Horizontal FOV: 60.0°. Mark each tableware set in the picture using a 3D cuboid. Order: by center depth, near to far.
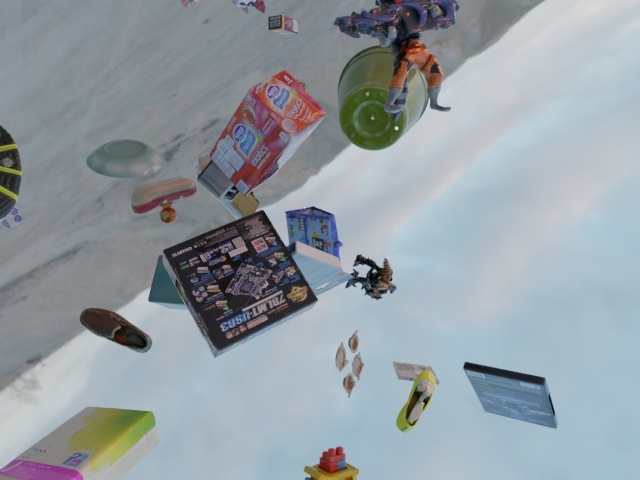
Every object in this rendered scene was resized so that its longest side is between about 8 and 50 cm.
[{"bbox_3d":[0.085,0.338,1.538,0.020,0.168,0.141,1,-150,28],"label":"tableware set"}]

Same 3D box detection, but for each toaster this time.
[{"bbox_3d":[-0.294,-0.223,1.790,0.168,0.110,0.186,-49,172,6],"label":"toaster"}]

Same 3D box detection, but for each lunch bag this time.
[{"bbox_3d":[0.000,0.000,2.105,0.138,0.220,0.293,-13,-165,-30],"label":"lunch bag"}]

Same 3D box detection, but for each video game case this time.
[{"bbox_3d":[0.497,0.404,1.437,0.196,0.274,0.026,5,-124,34],"label":"video game case"},{"bbox_3d":[0.333,0.464,1.946,0.157,0.143,0.019,-85,-177,-84],"label":"video game case"}]

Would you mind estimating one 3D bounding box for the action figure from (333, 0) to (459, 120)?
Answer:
[{"bbox_3d":[0.172,-0.472,1.357,0.342,0.329,0.178,-9,-179,-22],"label":"action figure"}]

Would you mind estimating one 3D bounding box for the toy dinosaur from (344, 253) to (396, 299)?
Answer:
[{"bbox_3d":[0.242,0.155,2.429,0.164,0.219,0.321,-66,177,-51],"label":"toy dinosaur"}]

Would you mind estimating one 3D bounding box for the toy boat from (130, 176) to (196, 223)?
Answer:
[{"bbox_3d":[-0.549,-0.132,1.959,0.231,0.151,0.151,-20,-159,-35],"label":"toy boat"}]

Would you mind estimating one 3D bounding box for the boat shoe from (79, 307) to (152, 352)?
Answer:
[{"bbox_3d":[-0.682,0.294,1.850,0.095,0.258,0.095,-67,-172,-13],"label":"boat shoe"}]

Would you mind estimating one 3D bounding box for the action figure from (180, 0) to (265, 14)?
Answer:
[{"bbox_3d":[-0.195,-0.657,1.173,0.248,0.370,0.275,-10,-126,0],"label":"action figure"}]

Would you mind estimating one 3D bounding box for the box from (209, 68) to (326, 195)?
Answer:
[{"bbox_3d":[-0.119,-0.222,1.179,0.123,0.128,0.257,-43,-178,-37],"label":"box"}]

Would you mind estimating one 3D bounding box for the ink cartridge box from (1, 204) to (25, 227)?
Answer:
[{"bbox_3d":[-0.890,-0.138,1.519,0.046,0.207,0.097,-33,-156,-32],"label":"ink cartridge box"}]

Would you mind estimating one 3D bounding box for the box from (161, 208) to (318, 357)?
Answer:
[{"bbox_3d":[-0.203,0.100,1.405,0.296,0.293,0.073,-25,164,-27],"label":"box"}]

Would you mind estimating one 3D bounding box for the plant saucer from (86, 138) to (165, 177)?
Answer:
[{"bbox_3d":[-0.503,-0.222,1.433,0.195,0.195,0.037,-64,165,-54],"label":"plant saucer"}]

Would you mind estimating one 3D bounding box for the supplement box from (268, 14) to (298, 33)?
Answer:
[{"bbox_3d":[-0.113,-0.658,1.692,0.055,0.043,0.083,6,-170,32],"label":"supplement box"}]

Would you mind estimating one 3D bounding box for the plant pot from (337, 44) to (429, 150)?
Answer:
[{"bbox_3d":[0.215,-0.503,2.063,0.367,0.366,0.353,-32,-161,28],"label":"plant pot"}]

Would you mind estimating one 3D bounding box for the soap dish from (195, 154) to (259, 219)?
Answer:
[{"bbox_3d":[-0.379,-0.223,2.269,0.118,0.291,0.229,-40,-157,1],"label":"soap dish"}]

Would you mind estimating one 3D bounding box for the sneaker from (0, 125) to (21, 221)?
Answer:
[{"bbox_3d":[-0.760,-0.210,1.207,0.145,0.384,0.147,-16,170,-36],"label":"sneaker"}]

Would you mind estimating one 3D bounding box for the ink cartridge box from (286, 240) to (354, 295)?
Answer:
[{"bbox_3d":[-0.056,0.093,1.614,0.223,0.224,0.045,-30,-132,39],"label":"ink cartridge box"}]

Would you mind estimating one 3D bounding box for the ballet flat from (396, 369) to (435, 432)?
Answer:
[{"bbox_3d":[0.315,0.505,1.752,0.231,0.077,0.077,-52,175,-31],"label":"ballet flat"}]

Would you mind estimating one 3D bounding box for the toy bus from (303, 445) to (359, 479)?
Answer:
[{"bbox_3d":[0.012,0.741,1.689,0.220,0.211,0.150,-1,-178,-35],"label":"toy bus"}]

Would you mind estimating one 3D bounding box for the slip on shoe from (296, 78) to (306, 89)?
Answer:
[{"bbox_3d":[-0.099,-0.348,1.340,0.135,0.051,0.041,-39,-122,4],"label":"slip on shoe"}]

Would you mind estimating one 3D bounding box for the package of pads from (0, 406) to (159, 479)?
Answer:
[{"bbox_3d":[-0.543,0.492,1.237,0.229,0.101,0.296,-5,-164,28],"label":"package of pads"}]

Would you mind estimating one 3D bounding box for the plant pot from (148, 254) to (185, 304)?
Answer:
[{"bbox_3d":[-0.438,0.159,1.929,0.235,0.165,0.165,5,-104,16],"label":"plant pot"}]
